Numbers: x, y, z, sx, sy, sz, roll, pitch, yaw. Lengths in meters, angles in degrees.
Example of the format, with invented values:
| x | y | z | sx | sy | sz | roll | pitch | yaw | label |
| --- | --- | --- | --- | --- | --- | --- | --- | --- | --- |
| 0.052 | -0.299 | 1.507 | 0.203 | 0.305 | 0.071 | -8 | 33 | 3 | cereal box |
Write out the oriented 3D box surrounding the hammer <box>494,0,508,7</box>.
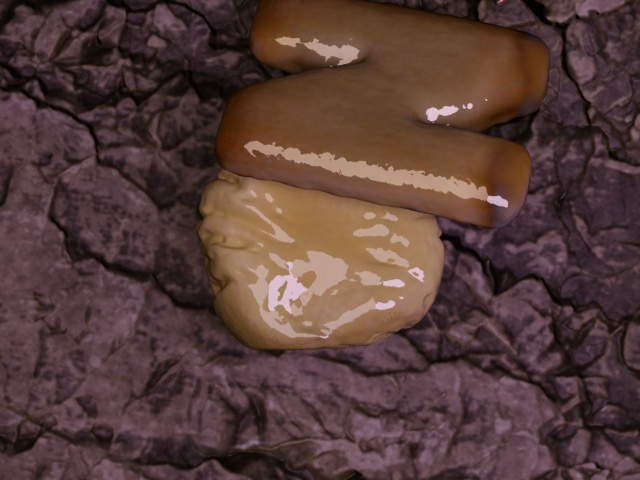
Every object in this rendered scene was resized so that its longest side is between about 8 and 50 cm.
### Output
| x | y | z | sx | sy | sz | roll | pitch | yaw | label |
| --- | --- | --- | --- | --- | --- | --- | --- | --- | --- |
| 0.241 | -0.281 | 1.742 | 0.182 | 0.062 | 0.017 | -37 | 85 | 7 | hammer |

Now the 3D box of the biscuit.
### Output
| x | y | z | sx | sy | sz | roll | pitch | yaw | label |
| --- | --- | --- | --- | --- | --- | --- | --- | --- | --- |
| 0.061 | -0.131 | 1.684 | 0.291 | 0.062 | 0.237 | 12 | 51 | 5 | biscuit |

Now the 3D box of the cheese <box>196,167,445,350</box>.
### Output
| x | y | z | sx | sy | sz | roll | pitch | yaw | label |
| --- | --- | --- | --- | --- | --- | --- | --- | --- | --- |
| 0.000 | 0.000 | 1.712 | 0.226 | 0.117 | 0.214 | -11 | 82 | -2 | cheese |
